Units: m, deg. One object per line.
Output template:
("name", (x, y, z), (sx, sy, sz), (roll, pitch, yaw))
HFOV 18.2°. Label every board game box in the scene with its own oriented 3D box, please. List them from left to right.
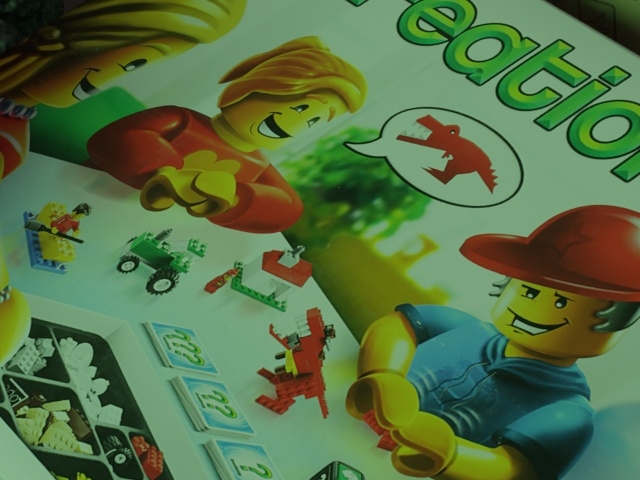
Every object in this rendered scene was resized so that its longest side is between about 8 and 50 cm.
("board game box", (0.012, 0.022, 0.493), (0.193, 0.053, 0.305), (-35, 45, -17))

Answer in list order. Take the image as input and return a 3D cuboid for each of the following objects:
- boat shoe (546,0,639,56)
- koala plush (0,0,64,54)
("boat shoe", (0.116, -0.070, 0.576), (0.113, 0.103, 0.302), (-42, 33, -26))
("koala plush", (-0.205, -0.090, 0.797), (0.221, 0.203, 0.196), (-4, 35, 13))
